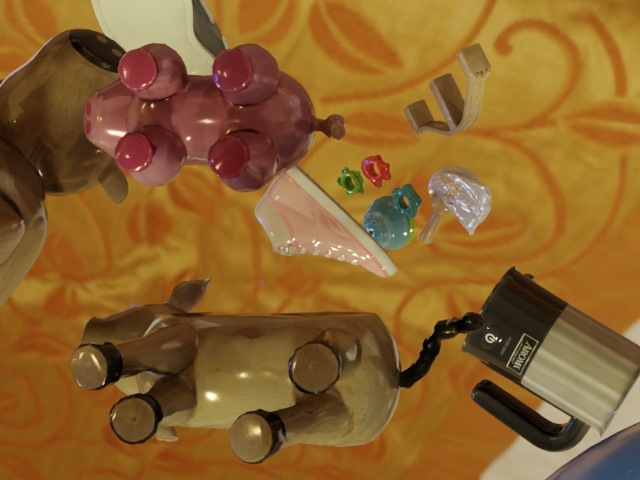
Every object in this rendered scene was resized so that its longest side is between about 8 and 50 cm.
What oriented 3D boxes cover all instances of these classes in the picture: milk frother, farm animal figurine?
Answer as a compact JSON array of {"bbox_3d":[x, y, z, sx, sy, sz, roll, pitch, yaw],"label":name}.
[{"bbox_3d":[0.203,0.088,1.119,0.134,0.143,0.129,32,137,14],"label":"milk frother"},{"bbox_3d":[-0.138,-0.006,0.596,0.326,0.172,0.330,-34,81,14],"label":"farm animal figurine"}]

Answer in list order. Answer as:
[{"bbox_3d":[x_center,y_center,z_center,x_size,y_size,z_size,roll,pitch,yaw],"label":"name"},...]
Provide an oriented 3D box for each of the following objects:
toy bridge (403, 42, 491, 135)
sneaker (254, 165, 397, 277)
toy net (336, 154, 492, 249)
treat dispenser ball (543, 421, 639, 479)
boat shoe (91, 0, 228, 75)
[{"bbox_3d":[0.140,-0.146,1.430,0.063,0.026,0.188,64,160,7],"label":"toy bridge"},{"bbox_3d":[0.000,0.000,1.163,0.134,0.051,0.070,43,93,-5],"label":"sneaker"},{"bbox_3d":[0.120,-0.055,1.568,0.232,0.045,0.122,-13,99,49],"label":"toy net"},{"bbox_3d":[0.175,0.197,0.470,0.288,0.288,0.288,10,137,9],"label":"treat dispenser ball"},{"bbox_3d":[-0.194,-0.273,1.673,0.116,0.099,0.319,-25,134,12],"label":"boat shoe"}]
